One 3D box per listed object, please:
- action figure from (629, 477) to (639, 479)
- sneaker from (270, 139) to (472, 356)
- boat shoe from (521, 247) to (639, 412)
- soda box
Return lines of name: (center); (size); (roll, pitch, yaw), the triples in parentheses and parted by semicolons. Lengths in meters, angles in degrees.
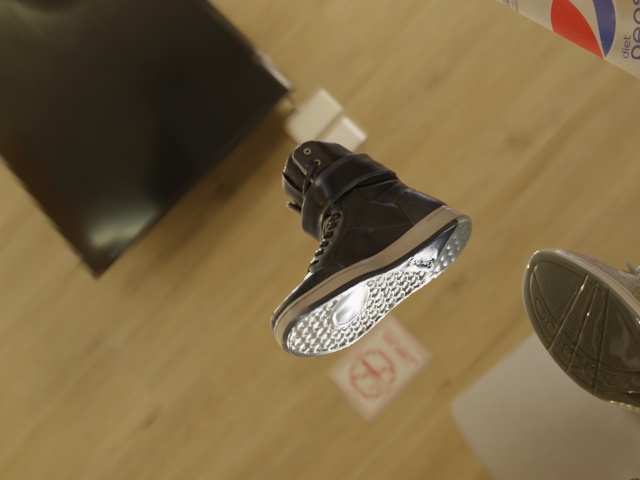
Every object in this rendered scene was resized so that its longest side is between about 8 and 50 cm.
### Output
action figure: (0.174, 0.288, 0.913); (0.141, 0.164, 0.275); (9, -107, -49)
sneaker: (0.000, 0.001, 1.293); (0.163, 0.086, 0.226); (37, -133, 25)
boat shoe: (0.335, 0.107, 1.452); (0.320, 0.118, 0.103); (33, -145, 32)
soda box: (0.276, -0.223, 1.361); (0.098, 0.091, 0.286); (-11, -145, -36)
